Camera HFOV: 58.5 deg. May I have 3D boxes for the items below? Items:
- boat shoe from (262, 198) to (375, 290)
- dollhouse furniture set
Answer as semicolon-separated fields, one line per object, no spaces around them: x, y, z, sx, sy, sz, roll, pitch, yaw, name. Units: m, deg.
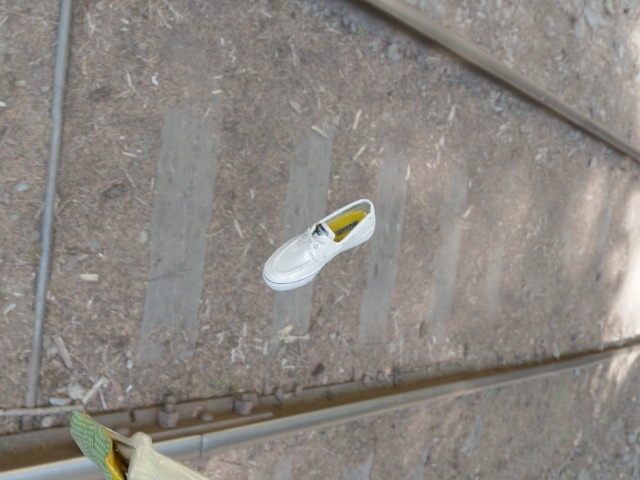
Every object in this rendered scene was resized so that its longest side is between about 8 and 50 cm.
0.000;0.000;0.423;0.100;0.035;0.035;-29;152;-17;boat shoe
-0.143;0.319;0.594;0.301;0.197;0.151;40;60;-27;dollhouse furniture set
